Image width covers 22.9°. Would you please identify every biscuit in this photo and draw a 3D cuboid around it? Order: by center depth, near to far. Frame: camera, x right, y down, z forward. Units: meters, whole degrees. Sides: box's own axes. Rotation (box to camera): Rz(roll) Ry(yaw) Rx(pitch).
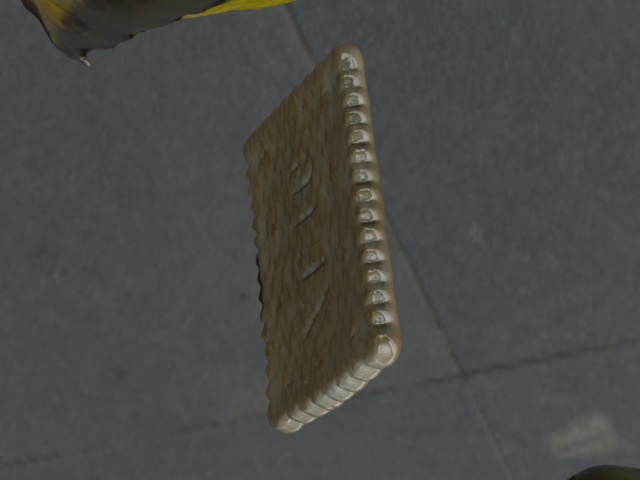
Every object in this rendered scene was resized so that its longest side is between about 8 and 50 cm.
[{"bbox_3d":[0.000,0.000,1.474,0.044,0.325,0.217,9,149,-30],"label":"biscuit"}]

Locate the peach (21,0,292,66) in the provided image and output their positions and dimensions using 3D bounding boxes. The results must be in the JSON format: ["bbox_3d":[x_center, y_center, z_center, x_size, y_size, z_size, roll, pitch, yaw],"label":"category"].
[{"bbox_3d":[-0.048,-0.235,0.627,0.242,0.380,0.306,-19,160,-21],"label":"peach"}]

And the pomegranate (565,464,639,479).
[{"bbox_3d":[0.140,0.176,0.763,0.114,0.114,0.142,21,119,-13],"label":"pomegranate"}]
